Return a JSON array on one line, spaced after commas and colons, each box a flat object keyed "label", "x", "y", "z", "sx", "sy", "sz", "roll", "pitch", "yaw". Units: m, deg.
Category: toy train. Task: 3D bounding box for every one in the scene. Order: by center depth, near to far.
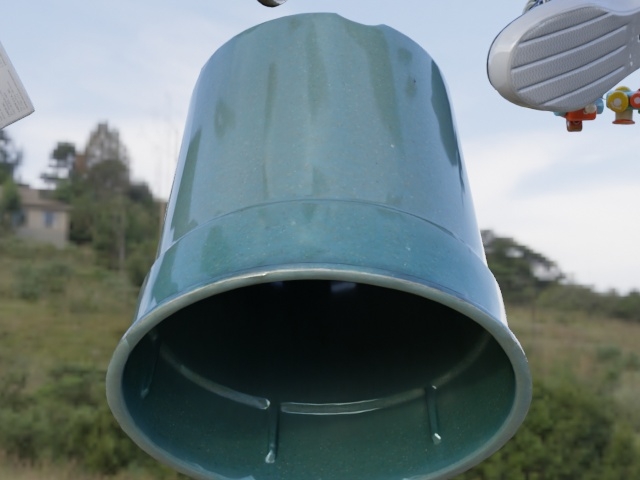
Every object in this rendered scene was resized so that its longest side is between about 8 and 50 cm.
[{"label": "toy train", "x": 0.333, "y": -0.150, "z": 1.493, "sx": 0.166, "sy": 0.046, "sz": 0.125, "roll": -5, "pitch": 16, "yaw": -19}]

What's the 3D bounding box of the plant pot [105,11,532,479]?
[{"label": "plant pot", "x": 0.000, "y": 0.000, "z": 1.124, "sx": 0.341, "sy": 0.334, "sz": 0.341, "roll": 0, "pitch": -38, "yaw": 0}]

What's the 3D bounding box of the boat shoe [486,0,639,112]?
[{"label": "boat shoe", "x": 0.275, "y": -0.224, "z": 1.398, "sx": 0.335, "sy": 0.121, "sz": 0.119, "roll": -21, "pitch": 34, "yaw": -40}]

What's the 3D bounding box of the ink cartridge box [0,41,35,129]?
[{"label": "ink cartridge box", "x": -0.464, "y": -0.178, "z": 1.442, "sx": 0.224, "sy": 0.181, "sz": 0.056, "roll": -30, "pitch": 17, "yaw": -18}]

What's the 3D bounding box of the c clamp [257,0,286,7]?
[{"label": "c clamp", "x": -0.026, "y": -0.181, "z": 0.550, "sx": 0.022, "sy": 0.161, "sz": 0.137, "roll": -8, "pitch": 8, "yaw": 13}]
